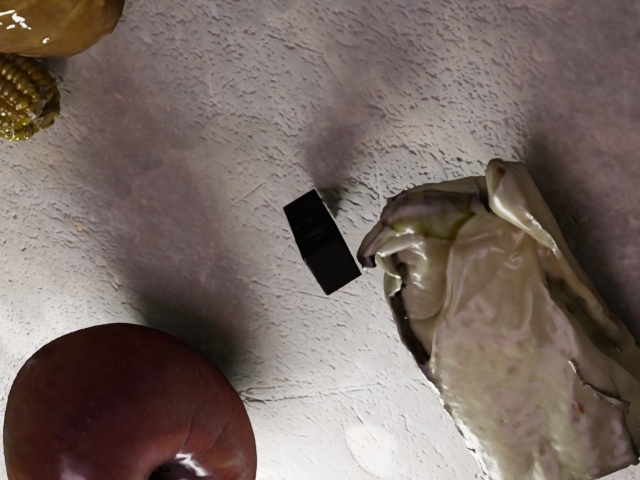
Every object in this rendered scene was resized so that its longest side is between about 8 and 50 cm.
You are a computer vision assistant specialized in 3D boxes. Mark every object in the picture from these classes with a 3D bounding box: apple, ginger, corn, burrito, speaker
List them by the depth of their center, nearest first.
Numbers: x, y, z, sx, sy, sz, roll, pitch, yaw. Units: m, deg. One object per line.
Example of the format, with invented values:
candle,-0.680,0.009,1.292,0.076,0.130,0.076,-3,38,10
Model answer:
burrito,0.182,0.071,1.441,0.190,0.135,0.332,-20,108,34
ginger,-0.310,-0.272,1.458,0.200,0.223,0.269,-4,119,33
speaker,0.000,0.000,1.488,0.040,0.191,0.046,-31,106,2
corn,-0.404,-0.202,1.663,0.292,0.101,0.101,30,136,10
apple,-0.222,0.242,1.768,0.235,0.306,0.305,22,139,54
